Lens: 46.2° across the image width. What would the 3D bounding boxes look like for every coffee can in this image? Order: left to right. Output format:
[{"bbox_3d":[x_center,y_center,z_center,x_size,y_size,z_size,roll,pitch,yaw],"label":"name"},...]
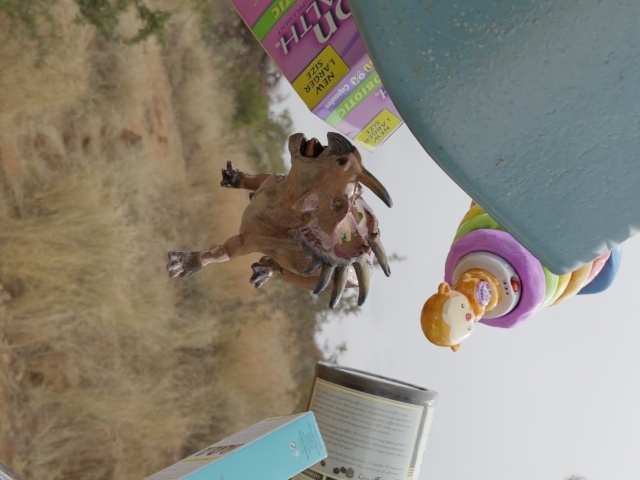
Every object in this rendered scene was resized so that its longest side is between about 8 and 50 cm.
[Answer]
[{"bbox_3d":[0.055,0.346,1.161,0.201,0.201,0.275,122,-17,-83],"label":"coffee can"}]

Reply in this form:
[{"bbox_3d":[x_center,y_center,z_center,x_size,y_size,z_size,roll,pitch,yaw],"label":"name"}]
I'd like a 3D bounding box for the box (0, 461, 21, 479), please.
[{"bbox_3d":[-0.173,0.216,0.409,0.216,0.060,0.270,42,-11,1],"label":"box"}]

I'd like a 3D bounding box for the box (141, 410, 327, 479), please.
[{"bbox_3d":[-0.114,0.270,0.854,0.100,0.244,0.060,-23,-95,47],"label":"box"}]

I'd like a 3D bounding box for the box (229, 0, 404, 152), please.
[{"bbox_3d":[0.040,-0.254,0.752,0.117,0.213,0.243,23,28,-53],"label":"box"}]

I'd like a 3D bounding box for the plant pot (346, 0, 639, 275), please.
[{"bbox_3d":[0.148,-0.177,0.479,0.247,0.252,0.248,-38,-144,34],"label":"plant pot"}]

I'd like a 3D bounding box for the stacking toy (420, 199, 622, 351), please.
[{"bbox_3d":[0.186,0.025,0.769,0.302,0.166,0.175,-31,113,-48],"label":"stacking toy"}]

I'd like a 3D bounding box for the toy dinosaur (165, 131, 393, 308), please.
[{"bbox_3d":[0.000,0.000,0.703,0.296,0.200,0.127,26,74,-64],"label":"toy dinosaur"}]
